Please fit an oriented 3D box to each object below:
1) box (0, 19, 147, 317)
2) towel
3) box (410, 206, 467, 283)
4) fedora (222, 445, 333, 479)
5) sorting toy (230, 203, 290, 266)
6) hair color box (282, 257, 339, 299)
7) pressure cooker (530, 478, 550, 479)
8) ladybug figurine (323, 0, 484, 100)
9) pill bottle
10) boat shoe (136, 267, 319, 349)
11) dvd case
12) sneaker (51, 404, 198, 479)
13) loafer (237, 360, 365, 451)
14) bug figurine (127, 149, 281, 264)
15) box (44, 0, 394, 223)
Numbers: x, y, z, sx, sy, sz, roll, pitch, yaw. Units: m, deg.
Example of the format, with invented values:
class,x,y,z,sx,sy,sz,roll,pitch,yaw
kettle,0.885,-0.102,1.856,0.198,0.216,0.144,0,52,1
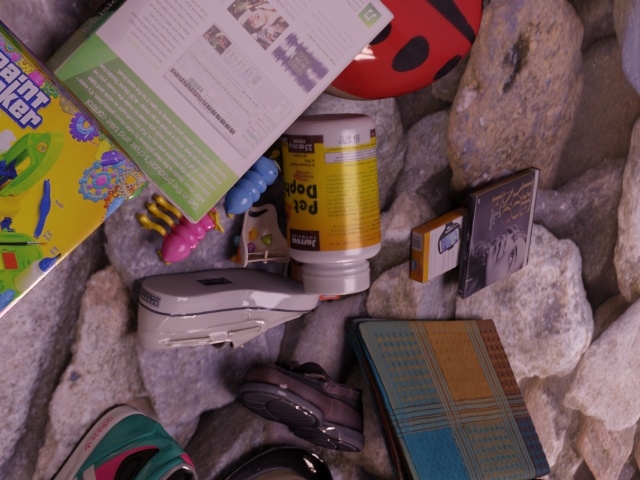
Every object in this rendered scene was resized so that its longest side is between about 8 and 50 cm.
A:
class,x,y,z,sx,sy,sz,roll,pitch,yaw
box,-0.361,-0.076,1.276,0.279,0.177,0.290,-43,139,-2
towel,0.193,0.241,2.145,0.370,0.040,0.271,3,63,-52
box,0.185,0.004,2.161,0.136,0.028,0.081,-25,124,-45
fedora,-0.054,0.447,1.967,0.334,0.152,0.334,-24,123,-43
sorting toy,-0.078,-0.008,1.826,0.083,0.045,0.075,-4,102,-49
hair color box,0.000,0.000,1.897,0.043,0.072,0.141,-2,107,-51
pressure cooker,0.280,0.567,2.263,0.370,0.375,0.420,-18,120,-63
ladybug figurine,0.068,-0.325,1.760,0.449,0.162,0.305,31,81,-52
pill bottle,0.014,-0.045,1.791,0.117,0.117,0.215,-14,104,-47
boat shoe,-0.113,0.092,1.785,0.267,0.096,0.088,-4,113,-49
dvd case,0.278,-0.014,2.247,0.221,0.018,0.164,-22,123,-54
sneaker,-0.239,0.347,1.675,0.295,0.178,0.124,-58,141,-14
loafer,-0.020,0.206,1.959,0.302,0.109,0.095,43,54,-57
bug figurine,-0.146,-0.090,1.680,0.216,0.072,0.279,-53,140,-21
box,-0.108,-0.210,1.555,0.322,0.058,0.232,-46,116,-5
